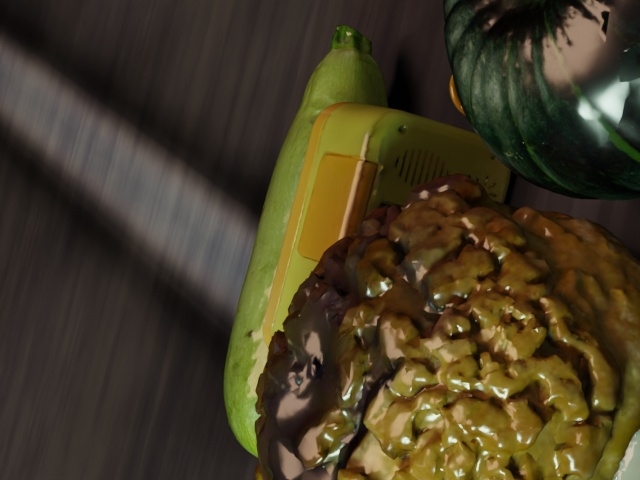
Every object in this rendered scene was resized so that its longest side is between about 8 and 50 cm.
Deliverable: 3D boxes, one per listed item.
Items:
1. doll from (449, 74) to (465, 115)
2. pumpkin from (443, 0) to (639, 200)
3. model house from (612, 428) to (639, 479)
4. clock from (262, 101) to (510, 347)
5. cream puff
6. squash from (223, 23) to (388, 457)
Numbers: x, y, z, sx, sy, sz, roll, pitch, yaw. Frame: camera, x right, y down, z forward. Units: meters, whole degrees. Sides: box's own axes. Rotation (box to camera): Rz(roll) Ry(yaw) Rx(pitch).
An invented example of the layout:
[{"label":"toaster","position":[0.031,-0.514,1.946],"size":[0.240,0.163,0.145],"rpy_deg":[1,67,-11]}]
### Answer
[{"label":"doll","position":[0.150,-0.120,1.409],"size":[0.127,0.073,0.084],"rpy_deg":[-29,85,58]},{"label":"pumpkin","position":[0.178,-0.149,1.217],"size":[0.250,0.216,0.249],"rpy_deg":[-16,70,49]},{"label":"model house","position":[0.228,0.163,1.094],"size":[0.101,0.100,0.087],"rpy_deg":[38,113,55]},{"label":"clock","position":[0.049,0.007,1.440],"size":[0.096,0.143,0.202],"rpy_deg":[16,91,60]},{"label":"cream puff","position":[0.075,0.126,1.253],"size":[0.343,0.231,0.327],"rpy_deg":[-30,56,53]},{"label":"squash","position":[0.005,0.000,1.558],"size":[0.118,0.118,0.370],"rpy_deg":[-9,65,59]}]
